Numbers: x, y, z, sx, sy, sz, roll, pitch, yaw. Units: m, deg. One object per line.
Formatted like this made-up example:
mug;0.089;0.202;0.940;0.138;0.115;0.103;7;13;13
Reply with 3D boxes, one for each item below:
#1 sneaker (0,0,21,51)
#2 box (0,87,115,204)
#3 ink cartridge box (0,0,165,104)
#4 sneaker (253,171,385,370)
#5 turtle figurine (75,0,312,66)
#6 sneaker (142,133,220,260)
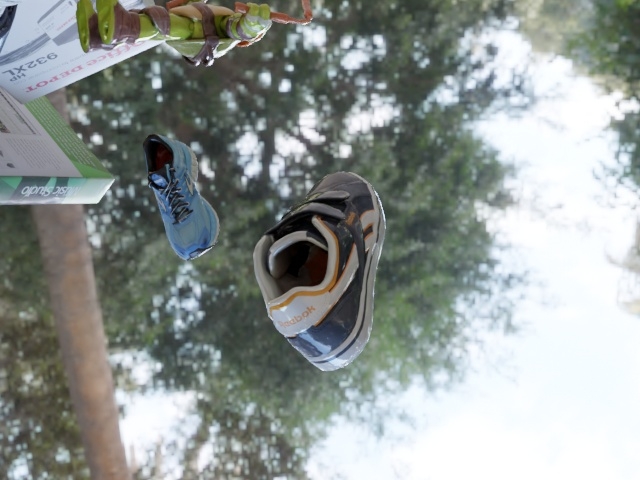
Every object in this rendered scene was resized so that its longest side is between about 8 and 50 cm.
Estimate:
sneaker;-0.220;-0.146;0.657;0.130;0.236;0.323;-2;-149;-31
box;-0.455;-0.144;1.474;0.232;0.058;0.322;48;-157;18
ink cartridge box;-0.343;-0.310;1.322;0.223;0.129;0.307;-23;164;2
sneaker;0.000;0.000;1.340;0.126;0.127;0.321;-30;-146;24
turtle figurine;-0.147;-0.232;1.180;0.217;0.087;0.269;-7;-159;-30
sneaker;-0.165;-0.050;1.209;0.063;0.073;0.162;-30;-119;12
